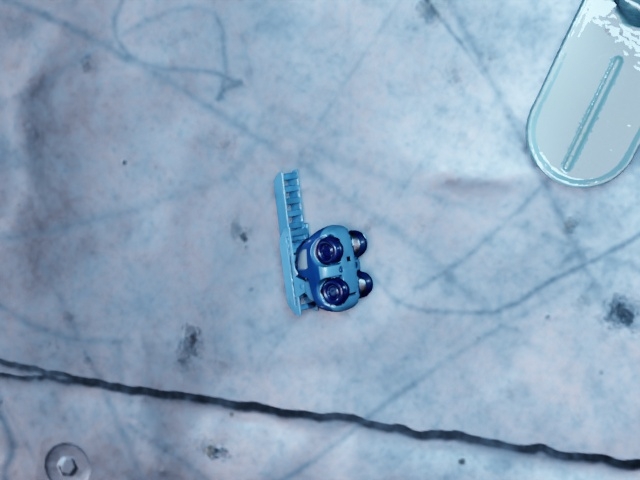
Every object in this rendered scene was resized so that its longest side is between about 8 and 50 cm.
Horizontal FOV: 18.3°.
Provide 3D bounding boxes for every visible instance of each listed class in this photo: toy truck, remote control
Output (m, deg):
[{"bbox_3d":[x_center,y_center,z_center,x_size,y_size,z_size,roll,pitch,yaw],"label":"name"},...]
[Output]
[{"bbox_3d":[0.000,0.000,1.850,0.074,0.063,0.136,-4,93,33],"label":"toy truck"},{"bbox_3d":[0.266,-0.163,1.767,0.104,0.052,0.247,27,102,8],"label":"remote control"}]
